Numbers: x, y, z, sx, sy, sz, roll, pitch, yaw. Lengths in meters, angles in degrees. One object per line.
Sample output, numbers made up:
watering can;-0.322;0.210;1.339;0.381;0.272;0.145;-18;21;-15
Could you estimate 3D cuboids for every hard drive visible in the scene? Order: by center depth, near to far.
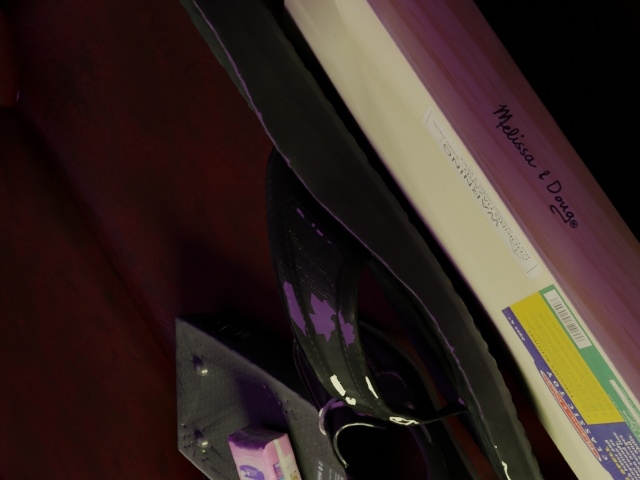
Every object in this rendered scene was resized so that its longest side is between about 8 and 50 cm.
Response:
hard drive;-0.019;0.171;1.344;0.255;0.054;0.172;32;136;34

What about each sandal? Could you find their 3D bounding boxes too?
sandal;-0.001;-0.001;1.106;0.446;0.107;0.167;57;177;2

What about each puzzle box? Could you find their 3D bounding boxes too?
puzzle box;0.110;-0.006;0.965;0.409;0.052;0.272;57;173;4

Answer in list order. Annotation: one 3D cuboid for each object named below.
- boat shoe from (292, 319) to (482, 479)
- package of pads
boat shoe;0.038;0.129;1.181;0.084;0.079;0.233;-51;45;17
package of pads;-0.040;0.189;1.307;0.050;0.032;0.083;7;119;51
